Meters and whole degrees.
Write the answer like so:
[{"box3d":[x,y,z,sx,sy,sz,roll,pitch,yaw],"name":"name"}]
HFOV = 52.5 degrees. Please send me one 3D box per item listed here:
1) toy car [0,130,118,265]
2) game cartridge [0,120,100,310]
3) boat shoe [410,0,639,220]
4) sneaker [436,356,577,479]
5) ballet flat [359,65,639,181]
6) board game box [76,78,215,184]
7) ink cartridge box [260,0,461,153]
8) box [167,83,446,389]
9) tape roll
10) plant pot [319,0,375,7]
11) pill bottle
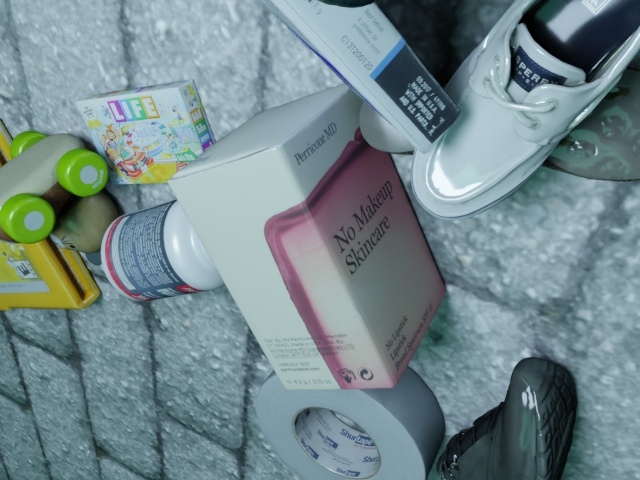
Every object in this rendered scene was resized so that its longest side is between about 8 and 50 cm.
[{"box3d":[-0.307,-0.019,0.786,0.155,0.149,0.188,21,149,41],"name":"toy car"},{"box3d":[-0.504,-0.019,0.961,0.323,0.053,0.286,-5,118,34],"name":"game cartridge"},{"box3d":[0.138,-0.114,0.416,0.095,0.084,0.258,39,116,11],"name":"boat shoe"},{"box3d":[0.184,0.231,0.673,0.130,0.109,0.287,18,128,29],"name":"sneaker"},{"box3d":[0.152,-0.091,0.498,0.249,0.058,0.084,5,102,23],"name":"ballet flat"},{"box3d":[-0.186,-0.114,0.707,0.154,0.026,0.104,1,122,32],"name":"board game box"},{"box3d":[-0.021,-0.170,0.430,0.045,0.208,0.206,-47,133,9],"name":"ink cartridge box"},{"box3d":[0.000,0.000,0.588,0.126,0.149,0.232,-10,116,36],"name":"box"},{"box3d":[0.033,0.218,0.777,0.219,0.072,0.219,16,129,21],"name":"tape roll"},{"box3d":[0.072,-0.319,0.211,0.334,0.341,0.341,-23,108,32],"name":"plant pot"},{"box3d":[-0.146,0.005,0.711,0.180,0.108,0.108,-12,115,38],"name":"pill bottle"}]
